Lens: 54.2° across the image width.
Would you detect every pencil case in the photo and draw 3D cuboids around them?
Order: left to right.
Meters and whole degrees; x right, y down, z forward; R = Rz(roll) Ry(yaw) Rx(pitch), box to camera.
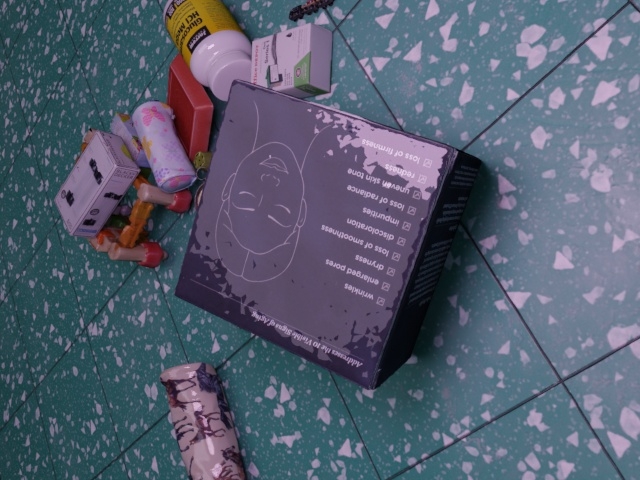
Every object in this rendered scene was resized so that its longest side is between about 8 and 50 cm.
[{"bbox_3d":[-0.462,-0.277,1.852,0.113,0.124,0.273,-39,68,44],"label":"pencil case"},{"bbox_3d":[-0.333,0.540,1.751,0.184,0.160,0.410,-29,68,21],"label":"pencil case"}]

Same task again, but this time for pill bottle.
[{"bbox_3d":[-0.307,-0.558,1.783,0.188,0.188,0.334,-49,58,28],"label":"pill bottle"}]

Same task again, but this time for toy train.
[{"bbox_3d":[-0.023,-0.617,1.643,0.158,0.027,0.036,-6,72,42],"label":"toy train"}]

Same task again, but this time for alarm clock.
[{"bbox_3d":[-0.303,-0.128,1.806,0.129,0.064,0.192,-31,84,12],"label":"alarm clock"}]

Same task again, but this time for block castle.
[{"bbox_3d":[-0.626,-0.138,2.033,0.453,0.213,0.303,40,108,33],"label":"block castle"}]

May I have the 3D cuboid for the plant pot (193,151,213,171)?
[{"bbox_3d":[-0.330,-0.232,1.855,0.083,0.079,0.083,-3,86,41],"label":"plant pot"}]

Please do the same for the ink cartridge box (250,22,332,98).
[{"bbox_3d":[-0.080,-0.457,1.637,0.220,0.093,0.160,-1,86,41],"label":"ink cartridge box"}]

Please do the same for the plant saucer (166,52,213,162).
[{"bbox_3d":[-0.406,-0.388,1.886,0.259,0.048,0.258,59,148,28],"label":"plant saucer"}]

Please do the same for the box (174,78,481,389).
[{"bbox_3d":[0.013,-0.027,1.306,0.480,0.297,0.471,22,101,21],"label":"box"}]

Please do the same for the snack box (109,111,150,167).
[{"bbox_3d":[-0.548,-0.313,1.991,0.207,0.175,0.070,49,120,32],"label":"snack box"}]

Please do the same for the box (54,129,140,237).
[{"bbox_3d":[-0.677,-0.166,1.886,0.290,0.087,0.169,-50,58,22],"label":"box"}]
